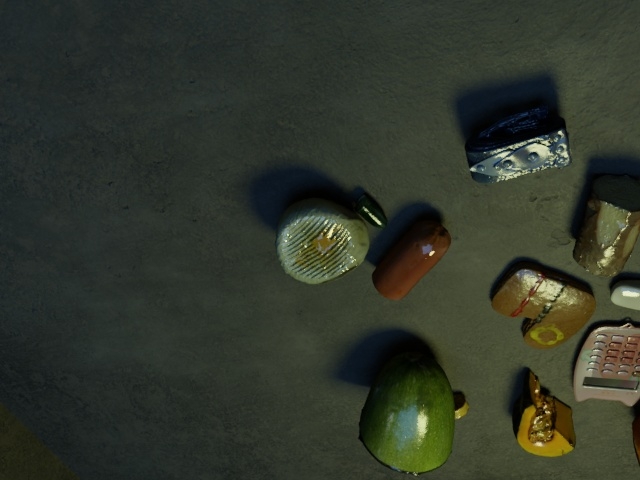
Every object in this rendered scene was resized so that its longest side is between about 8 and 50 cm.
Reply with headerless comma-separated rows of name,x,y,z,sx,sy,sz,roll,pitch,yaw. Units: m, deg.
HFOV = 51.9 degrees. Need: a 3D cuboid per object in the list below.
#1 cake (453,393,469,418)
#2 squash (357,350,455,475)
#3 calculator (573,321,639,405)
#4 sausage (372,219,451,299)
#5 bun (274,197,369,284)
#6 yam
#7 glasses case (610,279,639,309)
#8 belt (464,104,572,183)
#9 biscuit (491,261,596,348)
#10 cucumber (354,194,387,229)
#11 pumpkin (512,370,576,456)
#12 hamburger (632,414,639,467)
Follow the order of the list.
cake,0.434,0.532,2.106,0.084,0.084,0.044,-13,119,21
squash,0.292,0.483,1.969,0.310,0.310,0.309,14,125,-1
calculator,0.850,0.351,1.894,0.220,0.048,0.330,5,129,9
sausage,0.236,0.047,1.708,0.113,0.114,0.259,26,131,-11
bun,0.000,0.000,1.686,0.243,0.153,0.244,5,113,11
yam,0.677,-0.028,1.548,0.128,0.129,0.238,-18,135,-20
glasses case,0.859,0.146,1.706,0.204,0.051,0.081,9,131,4
belt,0.424,-0.214,1.435,0.218,0.122,0.128,-16,124,15
biscuit,0.591,0.191,1.798,0.277,0.052,0.262,24,130,-10
cucumber,0.134,-0.066,1.667,0.048,0.048,0.105,-34,117,33
pumpkin,0.700,0.543,2.026,0.190,0.139,0.281,8,135,9
hamburger,1.091,0.647,1.926,0.250,0.330,0.330,-28,120,29
